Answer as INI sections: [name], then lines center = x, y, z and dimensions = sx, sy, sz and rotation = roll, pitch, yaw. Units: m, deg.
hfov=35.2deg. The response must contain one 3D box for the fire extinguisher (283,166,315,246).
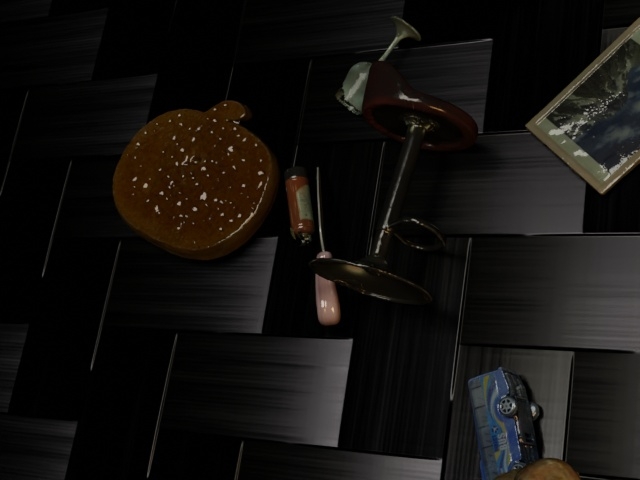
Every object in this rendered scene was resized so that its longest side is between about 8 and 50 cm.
[fire extinguisher]
center = -0.040, -0.059, 1.966
dimensions = 0.050, 0.062, 0.177
rotation = -14, 62, 10

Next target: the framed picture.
[framed picture]
center = 0.523, -0.234, 1.754
dimensions = 0.281, 0.019, 0.209
rotation = -45, 56, 5

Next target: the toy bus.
[toy bus]
center = 0.302, 0.327, 1.618
dimensions = 0.094, 0.079, 0.236
rotation = -26, 59, 36

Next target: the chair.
[chair]
center = 0.140, -0.108, 1.789
dimensions = 0.227, 0.226, 0.400
rotation = 8, 74, 31

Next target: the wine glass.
[wine glass]
center = 0.111, -0.341, 1.987
dimensions = 0.079, 0.079, 0.195
rotation = 35, 88, 34

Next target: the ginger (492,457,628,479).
[ginger]
center = 0.337, 0.408, 1.434
dimensions = 0.245, 0.304, 0.155
rotation = -35, 44, 31

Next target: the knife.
[knife]
center = 0.000, -0.001, 1.907
dimensions = 0.043, 0.081, 0.335
rotation = -8, 65, 2

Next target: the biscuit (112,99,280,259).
[biscuit]
center = -0.251, -0.135, 2.107
dimensions = 0.394, 0.070, 0.350
rotation = 31, 85, 33
